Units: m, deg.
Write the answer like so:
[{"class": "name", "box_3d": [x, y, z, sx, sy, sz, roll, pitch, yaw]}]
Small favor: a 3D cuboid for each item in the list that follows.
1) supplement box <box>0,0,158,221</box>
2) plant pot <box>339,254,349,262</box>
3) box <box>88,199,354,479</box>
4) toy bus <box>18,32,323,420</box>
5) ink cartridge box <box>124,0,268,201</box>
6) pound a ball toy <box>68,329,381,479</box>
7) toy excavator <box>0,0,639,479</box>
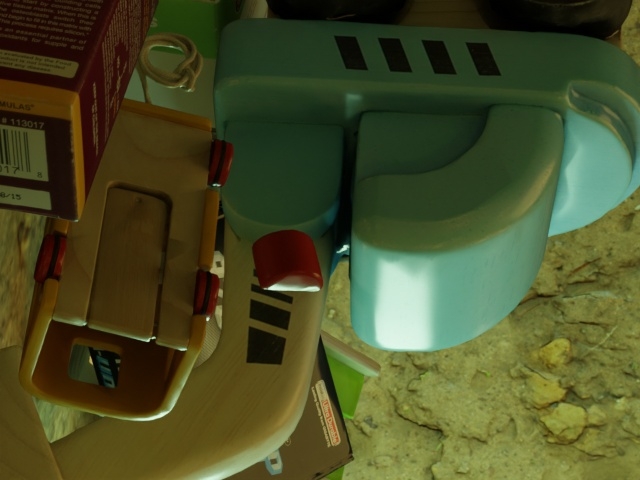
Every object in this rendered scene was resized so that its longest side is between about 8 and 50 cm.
[{"class": "supplement box", "box_3d": [-0.153, -0.106, 1.002, 0.188, 0.104, 0.081, -76, 173, -45]}, {"class": "plant pot", "box_3d": [-0.008, -0.150, 1.788, 0.196, 0.293, 0.293, -128, -139, -62]}, {"class": "box", "box_3d": [-0.077, 0.091, 1.399, 0.175, 0.051, 0.220, -24, 104, -40]}, {"class": "toy bus", "box_3d": [-0.114, 0.003, 1.097, 0.202, 0.191, 0.104, -27, 156, -37]}, {"class": "ink cartridge box", "box_3d": [-0.099, -0.171, 1.426, 0.273, 0.115, 0.198, 91, 11, -57]}, {"class": "pound a ball toy", "box_3d": [-0.102, 0.145, 1.537, 0.319, 0.136, 0.208, 32, 67, -51]}, {"class": "toy excavator", "box_3d": [0.000, 0.000, 1.237, 0.222, 0.433, 0.445, 90, 3, -57]}]
